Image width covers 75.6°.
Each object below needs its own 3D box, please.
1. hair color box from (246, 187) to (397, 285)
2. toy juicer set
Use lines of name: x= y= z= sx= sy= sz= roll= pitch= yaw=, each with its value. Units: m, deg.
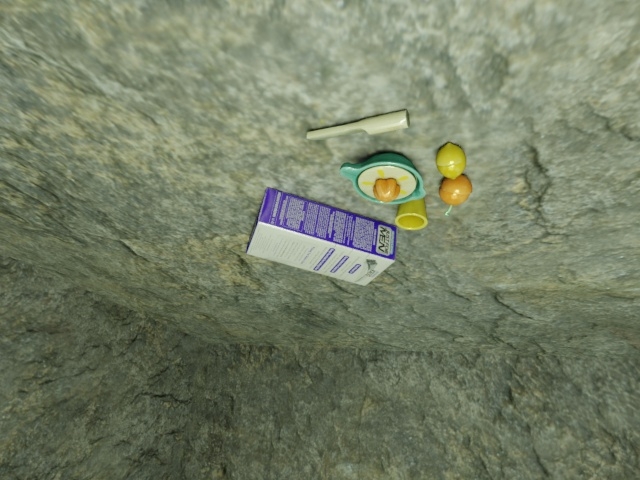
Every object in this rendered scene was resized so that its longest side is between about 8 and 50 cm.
hair color box: x=0.000 y=0.000 z=1.040 sx=0.339 sy=0.110 sz=0.185 roll=18 pitch=151 yaw=-11
toy juicer set: x=0.154 y=-0.124 z=0.767 sx=0.329 sy=0.089 sz=0.209 roll=31 pitch=146 yaw=-35
